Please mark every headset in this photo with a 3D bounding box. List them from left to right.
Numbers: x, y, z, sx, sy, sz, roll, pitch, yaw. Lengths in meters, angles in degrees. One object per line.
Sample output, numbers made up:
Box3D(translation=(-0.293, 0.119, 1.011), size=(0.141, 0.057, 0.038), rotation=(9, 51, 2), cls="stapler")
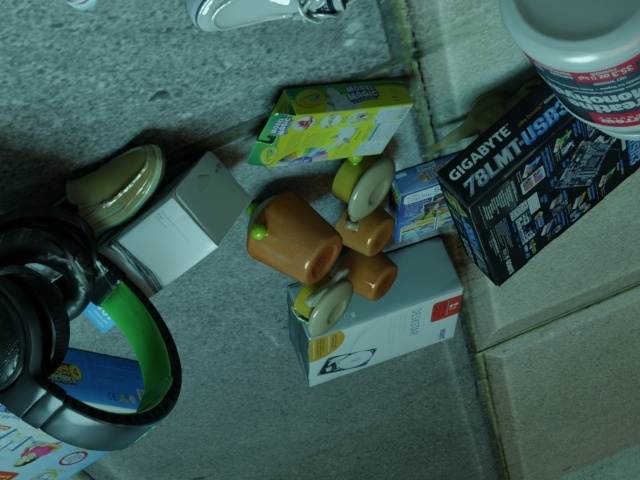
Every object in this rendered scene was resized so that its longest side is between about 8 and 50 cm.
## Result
Box3D(translation=(-0.294, 0.041, 1.604), size=(0.394, 0.243, 0.185), rotation=(38, 119, -13), cls="headset")

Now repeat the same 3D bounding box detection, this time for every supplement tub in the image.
Box3D(translation=(0.316, -0.229, 1.692), size=(0.191, 0.191, 0.272), rotation=(-30, 154, 14), cls="supplement tub")

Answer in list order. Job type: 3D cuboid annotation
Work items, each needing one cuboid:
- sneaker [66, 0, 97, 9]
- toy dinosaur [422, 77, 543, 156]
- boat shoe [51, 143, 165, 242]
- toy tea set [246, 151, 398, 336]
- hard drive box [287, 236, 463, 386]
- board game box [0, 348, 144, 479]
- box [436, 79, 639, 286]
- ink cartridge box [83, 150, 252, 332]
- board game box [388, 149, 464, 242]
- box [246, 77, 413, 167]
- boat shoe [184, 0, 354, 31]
Box3D(translation=(-0.199, -0.246, 1.414), size=(0.098, 0.038, 0.069), rotation=(-30, 154, 14), cls="sneaker")
Box3D(translation=(0.203, -0.143, 1.951), size=(0.183, 0.053, 0.092), rotation=(-31, 140, -1), cls="toy dinosaur")
Box3D(translation=(-0.248, -0.047, 1.739), size=(0.072, 0.068, 0.190), rotation=(22, 130, -37), cls="boat shoe")
Box3D(translation=(0.000, 0.000, 2.017), size=(0.200, 0.124, 0.336), rotation=(-47, 157, -19), cls="toy tea set")
Box3D(translation=(0.076, 0.103, 2.261), size=(0.232, 0.089, 0.181), rotation=(-19, 155, -9), cls="hard drive box")
Box3D(translation=(-0.425, 0.258, 2.154), size=(0.302, 0.086, 0.308), rotation=(-34, 152, 23), cls="board game box")
Box3D(translation=(0.294, -0.100, 1.978), size=(0.293, 0.073, 0.295), rotation=(-42, 156, -3), cls="box")
Box3D(translation=(-0.185, 0.001, 1.786), size=(0.190, 0.082, 0.139), rotation=(-35, -169, 27), cls="ink cartridge box")
Box3D(translation=(0.188, -0.071, 2.076), size=(0.201, 0.035, 0.136), rotation=(-18, 154, -10), cls="board game box")
Box3D(translation=(0.005, -0.132, 1.800), size=(0.179, 0.043, 0.105), rotation=(-10, 152, -30), cls="box")
Box3D(translation=(-0.003, -0.253, 1.507), size=(0.258, 0.084, 0.095), rotation=(-26, 155, 5), cls="boat shoe")
